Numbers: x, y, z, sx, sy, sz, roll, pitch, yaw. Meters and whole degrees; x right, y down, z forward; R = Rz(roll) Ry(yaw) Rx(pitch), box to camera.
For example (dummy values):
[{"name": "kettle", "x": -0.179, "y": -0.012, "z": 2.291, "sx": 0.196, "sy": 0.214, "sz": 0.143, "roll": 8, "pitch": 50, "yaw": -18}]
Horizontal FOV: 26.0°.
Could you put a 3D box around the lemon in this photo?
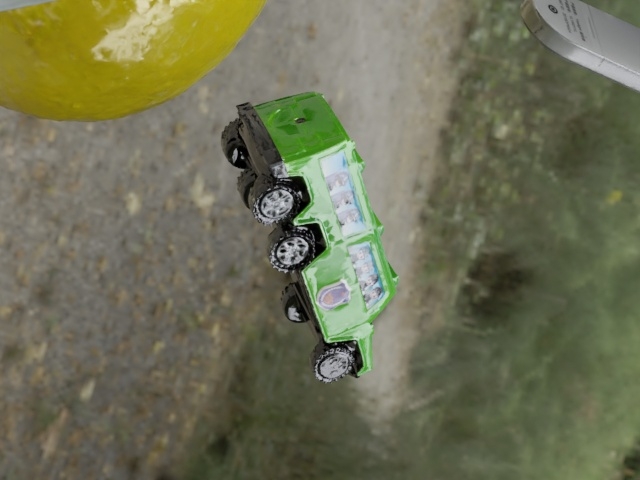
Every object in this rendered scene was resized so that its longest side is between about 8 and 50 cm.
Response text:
[{"name": "lemon", "x": -0.195, "y": -0.266, "z": 1.177, "sx": 0.348, "sy": 0.348, "sz": 0.348, "roll": 14, "pitch": 90, "yaw": -76}]

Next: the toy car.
[{"name": "toy car", "x": 0.000, "y": 0.000, "z": 0.737, "sx": 0.071, "sy": 0.062, "sz": 0.165, "roll": -118, "pitch": -172, "yaw": -51}]

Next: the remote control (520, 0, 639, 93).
[{"name": "remote control", "x": 0.279, "y": -0.159, "z": 1.218, "sx": 0.022, "sy": 0.245, "sz": 0.077, "roll": -52, "pitch": -149, "yaw": 37}]

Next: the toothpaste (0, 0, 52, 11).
[{"name": "toothpaste", "x": -0.327, "y": -0.188, "z": 1.039, "sx": 0.100, "sy": 0.323, "sz": 0.066, "roll": 55, "pitch": 39, "yaw": -39}]
